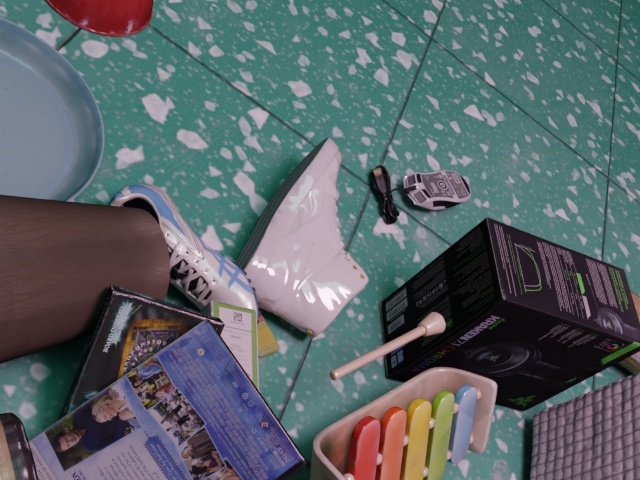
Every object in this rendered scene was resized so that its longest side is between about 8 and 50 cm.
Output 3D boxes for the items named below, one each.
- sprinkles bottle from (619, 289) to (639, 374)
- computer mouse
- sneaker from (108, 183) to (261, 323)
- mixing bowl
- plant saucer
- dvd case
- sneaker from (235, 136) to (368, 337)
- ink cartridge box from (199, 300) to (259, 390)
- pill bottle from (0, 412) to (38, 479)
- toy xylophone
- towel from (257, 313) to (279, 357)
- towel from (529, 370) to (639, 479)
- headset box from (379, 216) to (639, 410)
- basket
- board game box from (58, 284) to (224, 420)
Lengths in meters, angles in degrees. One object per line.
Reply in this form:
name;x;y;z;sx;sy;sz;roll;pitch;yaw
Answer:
sprinkles bottle;0.566;0.176;1.433;0.355;0.121;0.121;35;45;-12
computer mouse;0.170;-0.078;1.377;0.193;0.042;0.106;-3;57;-32
sneaker;-0.170;0.028;1.006;0.237;0.085;0.086;46;30;8
mixing bowl;-0.314;-0.400;1.201;0.181;0.098;0.181;20;49;-24
plant saucer;-0.418;-0.148;0.979;0.317;0.043;0.318;20;49;-26
dvd case;-0.165;0.223;0.816;0.253;0.022;0.180;-34;85;-12
sneaker;0.000;0.000;1.153;0.169;0.108;0.292;36;54;-13
ink cartridge box;-0.118;0.185;0.917;0.062;0.109;0.209;15;52;-28
pill bottle;-0.355;0.227;0.686;0.219;0.123;0.123;-10;66;-28
toy xylophone;0.093;0.231;0.990;0.081;0.236;0.322;23;38;38
towel;-0.094;0.125;1.050;0.083;0.009;0.060;-17;72;-42
towel;0.392;0.341;1.103;0.121;0.235;0.284;33;46;-19
headset box;0.271;0.119;1.163;0.283;0.246;0.131;18;50;-28
basket;-0.289;0.033;0.873;0.227;0.154;0.204;-4;52;-43
board game box;-0.192;0.152;0.859;0.126;0.026;0.186;21;93;-24
